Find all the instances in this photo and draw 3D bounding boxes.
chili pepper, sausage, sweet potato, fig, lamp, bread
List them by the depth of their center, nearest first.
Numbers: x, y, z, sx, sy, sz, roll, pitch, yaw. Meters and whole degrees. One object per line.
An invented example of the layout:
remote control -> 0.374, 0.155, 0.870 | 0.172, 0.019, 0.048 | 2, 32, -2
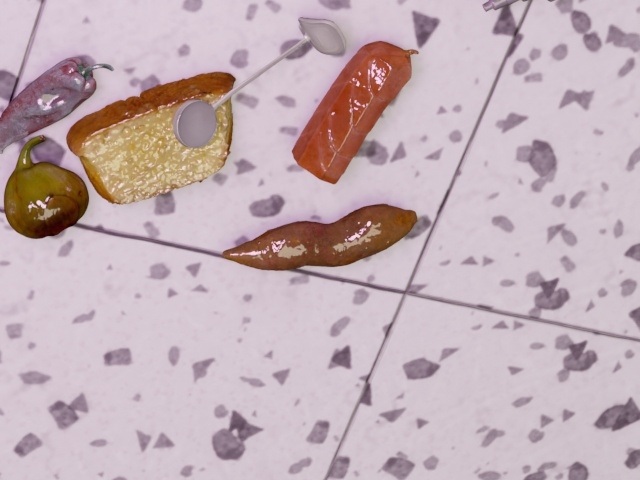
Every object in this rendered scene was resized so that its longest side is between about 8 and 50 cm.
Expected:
chili pepper -> -0.275, -0.141, 1.946 | 0.153, 0.041, 0.050 | -34, 103, 23
lamp -> -0.064, -0.159, 1.949 | 0.198, 0.056, 0.050 | -40, 126, -19
fig -> -0.290, -0.050, 1.980 | 0.084, 0.082, 0.098 | -28, 97, 27
bread -> -0.165, -0.105, 1.989 | 0.187, 0.065, 0.103 | -18, 117, -8
sausage -> 0.038, -0.143, 2.024 | 0.065, 0.065, 0.169 | 25, 108, -27
sweet potato -> 0.001, 0.003, 2.103 | 0.218, 0.051, 0.065 | -13, 125, -8

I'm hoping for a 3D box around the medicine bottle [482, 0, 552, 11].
medicine bottle -> 0.258, -0.289, 2.009 | 0.199, 0.057, 0.057 | -29, 123, 1
